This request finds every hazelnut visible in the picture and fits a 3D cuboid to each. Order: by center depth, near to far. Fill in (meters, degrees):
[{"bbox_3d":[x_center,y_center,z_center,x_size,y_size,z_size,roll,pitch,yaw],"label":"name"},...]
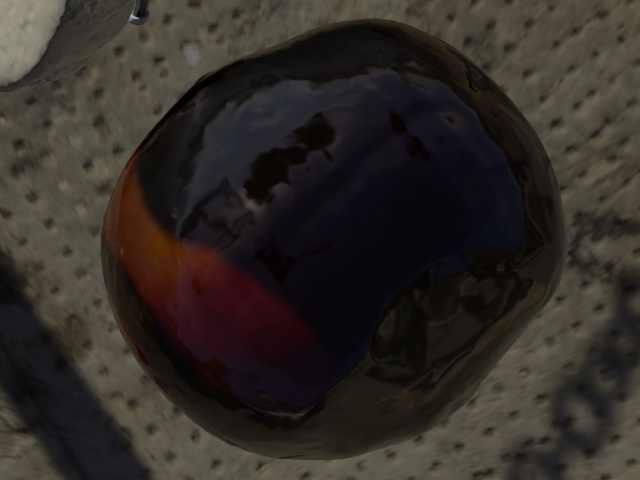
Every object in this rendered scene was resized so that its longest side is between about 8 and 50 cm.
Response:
[{"bbox_3d":[0.000,0.000,0.847,0.229,0.229,0.230,1,80,-4],"label":"hazelnut"}]

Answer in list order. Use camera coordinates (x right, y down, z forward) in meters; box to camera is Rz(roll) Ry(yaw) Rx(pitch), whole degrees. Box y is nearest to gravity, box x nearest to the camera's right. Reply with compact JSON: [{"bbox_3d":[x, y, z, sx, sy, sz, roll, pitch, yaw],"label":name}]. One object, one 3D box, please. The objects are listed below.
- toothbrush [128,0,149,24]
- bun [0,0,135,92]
[{"bbox_3d":[-0.273,-0.290,1.492,0.342,0.030,0.025,38,42,23],"label":"toothbrush"},{"bbox_3d":[-0.191,-0.242,1.177,0.175,0.263,0.263,-21,81,-43],"label":"bun"}]
